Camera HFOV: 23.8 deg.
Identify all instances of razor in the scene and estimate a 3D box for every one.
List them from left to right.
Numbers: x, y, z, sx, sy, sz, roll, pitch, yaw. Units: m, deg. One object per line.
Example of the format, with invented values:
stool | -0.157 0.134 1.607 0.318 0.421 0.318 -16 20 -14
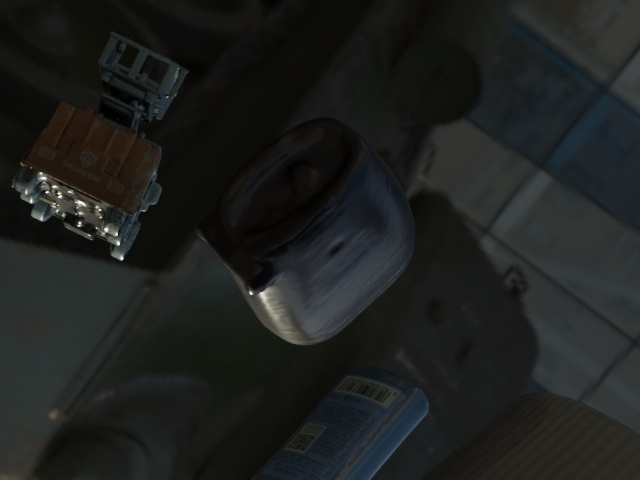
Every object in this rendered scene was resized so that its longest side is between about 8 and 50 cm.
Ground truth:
razor | 0.000 0.000 0.695 0.090 0.054 0.148 -43 162 -4

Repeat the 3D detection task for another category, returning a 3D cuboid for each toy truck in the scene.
toy truck | -0.144 -0.059 1.033 0.115 0.080 0.178 -65 -177 -11

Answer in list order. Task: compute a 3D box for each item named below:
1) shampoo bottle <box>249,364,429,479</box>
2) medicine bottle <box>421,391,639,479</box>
shampoo bottle | 0.000 0.227 1.515 0.258 0.103 0.061 -45 135 -38
medicine bottle | 0.031 0.224 0.516 0.306 0.245 0.245 -42 180 -12
